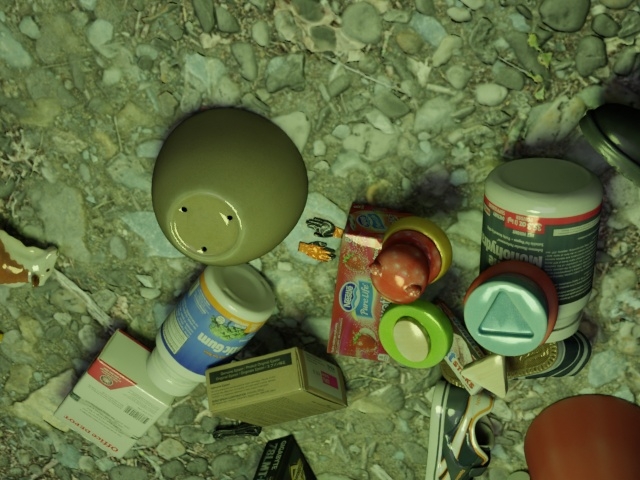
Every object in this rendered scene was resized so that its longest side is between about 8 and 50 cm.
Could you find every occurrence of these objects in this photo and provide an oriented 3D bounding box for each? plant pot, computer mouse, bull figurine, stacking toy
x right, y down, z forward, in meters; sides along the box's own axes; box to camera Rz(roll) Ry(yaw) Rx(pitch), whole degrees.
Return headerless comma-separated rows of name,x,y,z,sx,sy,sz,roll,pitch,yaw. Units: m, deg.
plant pot,0.526,0.467,1.706,0.274,0.243,0.275,4,117,8
plant pot,-0.177,-0.065,1.586,0.284,0.191,0.284,4,118,8
computer mouse,-0.183,0.333,1.876,0.106,0.042,0.193,-1,117,12
bull figurine,-0.670,0.016,1.768,0.310,0.101,0.189,-7,112,11
stacking toy,0.209,0.139,1.474,0.308,0.130,0.280,20,122,16

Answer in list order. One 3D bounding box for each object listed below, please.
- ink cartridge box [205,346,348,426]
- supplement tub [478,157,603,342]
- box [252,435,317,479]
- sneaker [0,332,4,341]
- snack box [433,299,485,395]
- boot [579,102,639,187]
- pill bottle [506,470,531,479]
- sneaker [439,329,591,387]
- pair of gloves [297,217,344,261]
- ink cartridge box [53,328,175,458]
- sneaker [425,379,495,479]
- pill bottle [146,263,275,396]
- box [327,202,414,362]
ink cartridge box,-0.080,0.283,1.734,0.193,0.088,0.234,-17,156,17
supplement tub,0.365,0.014,1.530,0.191,0.191,0.272,3,117,9
box,-0.054,0.605,1.850,0.073,0.295,0.293,-20,111,21
sneaker,-0.734,0.245,1.918,0.067,0.064,0.175,39,120,-22
snack box,0.251,0.196,1.674,0.064,0.022,0.178,-54,54,30
boot,0.669,-0.239,1.366,0.367,0.146,0.445,28,123,-16
pill bottle,0.420,0.534,1.858,0.067,0.067,0.120,-16,113,17
sneaker,0.364,0.217,1.687,0.282,0.153,0.099,-18,75,48
pair of gloves,0.000,0.000,1.689,0.074,0.010,0.083,19,118,0
ink cartridge box,-0.411,0.317,1.855,0.172,0.100,0.237,36,128,-9
sneaker,0.275,0.432,1.798,0.127,0.126,0.321,8,117,12
pill bottle,-0.219,0.174,1.737,0.152,0.152,0.272,35,118,-9
box,0.091,0.078,1.646,0.122,0.128,0.257,9,119,5
